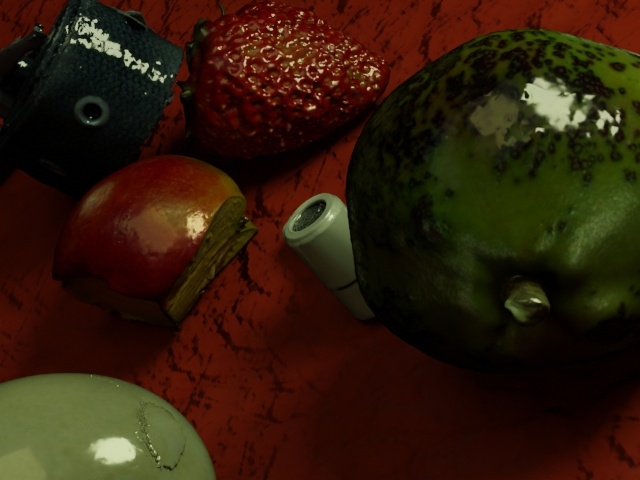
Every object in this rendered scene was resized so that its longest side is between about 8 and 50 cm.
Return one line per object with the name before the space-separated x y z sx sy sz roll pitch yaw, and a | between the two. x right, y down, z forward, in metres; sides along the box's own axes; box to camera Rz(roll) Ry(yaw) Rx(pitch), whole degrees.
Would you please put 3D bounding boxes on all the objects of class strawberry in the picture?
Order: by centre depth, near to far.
strawberry | -0.032 -0.117 1.467 0.131 0.148 0.131 -164 90 -79

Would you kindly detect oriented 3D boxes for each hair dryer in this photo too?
hair dryer | 0.000 0.000 1.356 0.047 0.082 0.137 -44 24 -6

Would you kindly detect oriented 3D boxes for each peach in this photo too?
peach | -0.123 -0.003 1.427 0.118 0.151 0.151 36 74 4

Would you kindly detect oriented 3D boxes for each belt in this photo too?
belt | -0.193 -0.112 1.493 0.218 0.128 0.122 -30 34 64

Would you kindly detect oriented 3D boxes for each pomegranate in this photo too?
pomegranate | 0.132 -0.022 1.210 0.222 0.276 0.204 -5 87 9

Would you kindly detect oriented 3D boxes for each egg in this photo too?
egg | -0.181 0.182 1.229 0.253 0.186 0.186 -28 41 18

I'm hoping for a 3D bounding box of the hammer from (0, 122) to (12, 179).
hammer | -0.324 -0.114 1.727 0.158 0.041 0.226 -28 41 13
